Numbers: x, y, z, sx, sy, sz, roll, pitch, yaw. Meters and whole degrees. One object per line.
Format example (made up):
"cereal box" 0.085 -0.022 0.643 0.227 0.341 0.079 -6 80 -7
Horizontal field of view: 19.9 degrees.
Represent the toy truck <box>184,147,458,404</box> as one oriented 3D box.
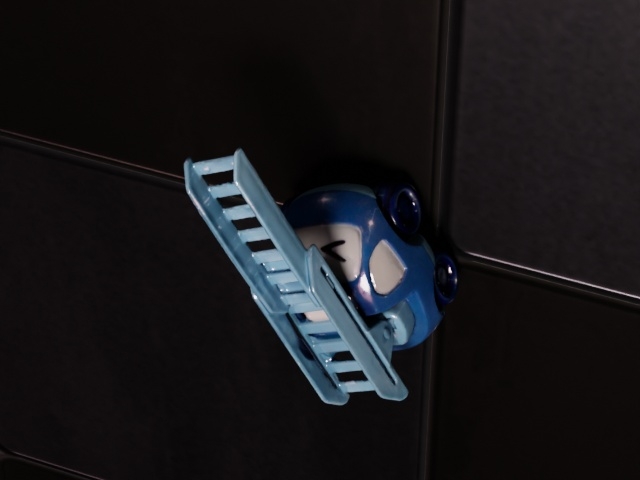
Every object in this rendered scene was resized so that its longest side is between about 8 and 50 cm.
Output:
"toy truck" 0.000 0.000 0.738 0.063 0.074 0.136 -10 126 36
